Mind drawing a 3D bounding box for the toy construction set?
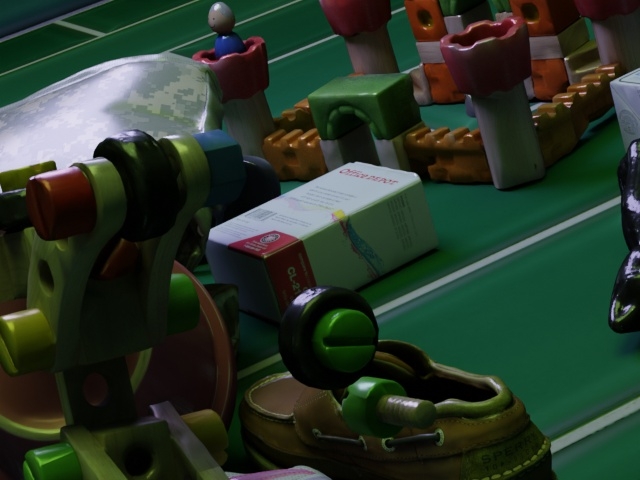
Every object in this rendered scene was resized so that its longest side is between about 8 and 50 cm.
[{"bbox_3d":[-0.153,0.086,0.937,0.309,0.257,0.237,-41,24,-26],"label":"toy construction set"}]

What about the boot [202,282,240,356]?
[{"bbox_3d":[-0.191,0.074,1.469,0.269,0.089,0.236,-11,33,22],"label":"boot"}]

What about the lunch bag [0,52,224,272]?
[{"bbox_3d":[-0.204,-0.023,1.381,0.287,0.169,0.235,-20,31,13],"label":"lunch bag"}]

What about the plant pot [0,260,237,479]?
[{"bbox_3d":[-0.163,0.085,1.132,0.201,0.201,0.180,-18,-14,0],"label":"plant pot"}]

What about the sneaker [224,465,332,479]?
[{"bbox_3d":[-0.087,0.202,1.007,0.252,0.103,0.111,-11,17,-6],"label":"sneaker"}]

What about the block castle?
[{"bbox_3d":[0.111,-0.208,1.786,0.453,0.213,0.303,3,27,46],"label":"block castle"}]

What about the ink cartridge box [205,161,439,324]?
[{"bbox_3d":[0.000,0.000,1.516,0.175,0.072,0.127,-26,20,-24],"label":"ink cartridge box"}]

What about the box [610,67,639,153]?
[{"bbox_3d":[0.434,-0.152,1.538,0.290,0.087,0.169,-25,21,-22],"label":"box"}]

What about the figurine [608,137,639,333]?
[{"bbox_3d":[0.323,-0.004,1.250,0.214,0.092,0.209,-9,28,20],"label":"figurine"}]

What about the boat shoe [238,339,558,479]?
[{"bbox_3d":[0.043,0.113,1.114,0.110,0.104,0.307,-30,22,-32],"label":"boat shoe"}]

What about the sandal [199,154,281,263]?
[{"bbox_3d":[-0.150,-0.007,1.652,0.254,0.097,0.054,-22,15,21],"label":"sandal"}]
